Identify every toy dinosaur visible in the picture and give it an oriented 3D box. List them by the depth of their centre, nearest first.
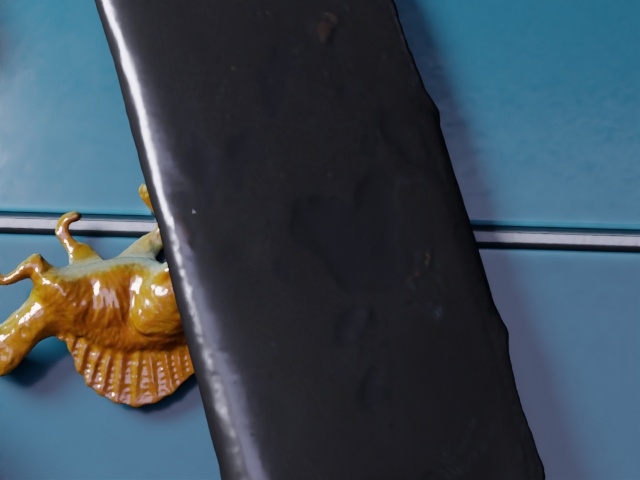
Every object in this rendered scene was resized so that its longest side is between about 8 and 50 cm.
[{"bbox_3d":[-0.099,0.044,0.931,0.212,0.057,0.142,24,82,9],"label":"toy dinosaur"}]

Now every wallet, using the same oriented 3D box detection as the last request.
[{"bbox_3d":[0.000,0.000,0.903,0.197,0.051,0.377,-9,75,-28],"label":"wallet"}]
